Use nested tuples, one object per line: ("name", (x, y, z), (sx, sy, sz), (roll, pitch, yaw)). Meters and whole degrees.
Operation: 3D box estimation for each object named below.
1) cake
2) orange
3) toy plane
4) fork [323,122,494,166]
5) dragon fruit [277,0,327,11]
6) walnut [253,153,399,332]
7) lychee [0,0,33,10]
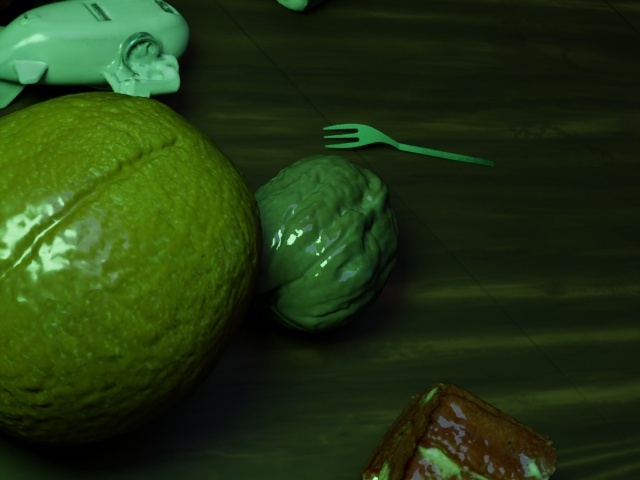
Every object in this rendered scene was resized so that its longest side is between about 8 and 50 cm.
("cake", (0.106, 0.275, 1.207), (0.151, 0.177, 0.283), (29, 57, -2))
("orange", (-0.220, 0.016, 1.165), (0.322, 0.322, 0.357), (39, 46, 6))
("toy plane", (-0.266, -0.220, 1.430), (0.252, 0.118, 0.252), (7, 39, -6))
("fork", (0.118, -0.121, 1.581), (0.235, 0.021, 0.039), (7, 58, -18))
("dragon fruit", (0.020, -0.467, 1.658), (0.204, 0.221, 0.283), (47, 55, 5))
("walnut", (0.001, -0.001, 1.364), (0.178, 0.178, 0.230), (33, 47, 1))
("lychee", (-0.406, -0.440, 1.313), (0.500, 0.424, 0.424), (-22, 66, -9))
